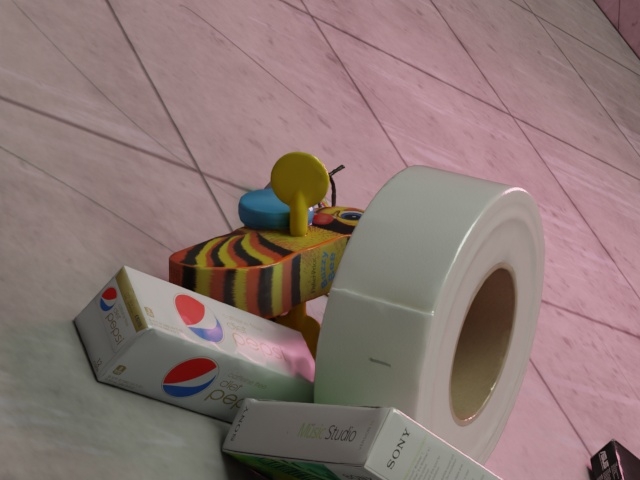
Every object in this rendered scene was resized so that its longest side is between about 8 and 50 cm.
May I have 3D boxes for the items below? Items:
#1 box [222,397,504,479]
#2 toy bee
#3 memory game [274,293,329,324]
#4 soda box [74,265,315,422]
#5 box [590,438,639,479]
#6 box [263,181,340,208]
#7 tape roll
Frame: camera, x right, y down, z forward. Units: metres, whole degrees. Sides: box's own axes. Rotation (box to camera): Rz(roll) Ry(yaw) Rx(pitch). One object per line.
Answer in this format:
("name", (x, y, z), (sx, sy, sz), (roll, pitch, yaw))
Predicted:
("box", (0.102, 0.229, 1.495), (0.322, 0.058, 0.232), (36, -19, -23))
("toy bee", (0.000, 0.000, 1.699), (0.298, 0.162, 0.195), (-53, 143, -40))
("memory game", (0.011, 0.088, 1.836), (0.186, 0.012, 0.186), (37, 21, -17))
("soda box", (-0.097, 0.095, 1.544), (0.216, 0.069, 0.074), (23, 30, -43))
("box", (0.381, 0.330, 2.021), (0.184, 0.045, 0.191), (41, 21, -19))
("box", (0.028, 0.013, 1.956), (0.186, 0.038, 0.145), (34, 17, -22))
("tape roll", (0.101, 0.080, 1.636), (0.100, 0.286, 0.286), (15, 9, 24))
